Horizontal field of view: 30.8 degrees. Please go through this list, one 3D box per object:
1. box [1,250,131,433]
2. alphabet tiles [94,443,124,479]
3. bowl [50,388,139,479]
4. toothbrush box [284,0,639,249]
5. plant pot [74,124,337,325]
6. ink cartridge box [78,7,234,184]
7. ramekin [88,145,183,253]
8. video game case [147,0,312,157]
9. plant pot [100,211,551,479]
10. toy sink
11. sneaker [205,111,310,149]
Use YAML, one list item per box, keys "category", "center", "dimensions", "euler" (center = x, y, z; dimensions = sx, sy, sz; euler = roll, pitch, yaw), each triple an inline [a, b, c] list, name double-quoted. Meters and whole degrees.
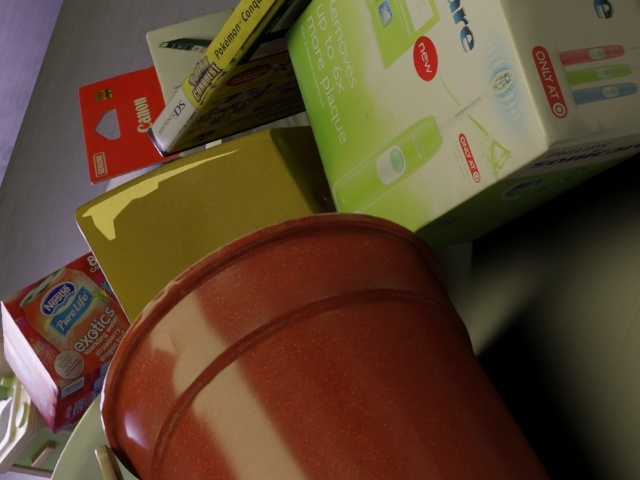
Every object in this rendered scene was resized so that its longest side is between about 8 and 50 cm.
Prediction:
- category: "box"
  center: [-0.286, 0.123, 1.358]
  dimensions: [0.122, 0.128, 0.257]
  euler: [55, 158, 9]
- category: "alphabet tiles"
  center: [-0.109, 0.282, 0.860]
  dimensions: [0.284, 0.021, 0.277]
  euler: [126, 124, -76]
- category: "bowl"
  center: [-0.144, 0.255, 1.161]
  dimensions: [0.298, 0.134, 0.297]
  euler: [-34, 37, 30]
- category: "toothbrush box"
  center: [0.100, -0.121, 0.831]
  dimensions: [0.283, 0.122, 0.206]
  euler: [-33, 71, 62]
- category: "plant pot"
  center: [-0.045, 0.006, 1.023]
  dimensions: [0.187, 0.212, 0.212]
  euler: [-34, 81, 27]
- category: "ink cartridge box"
  center: [-0.198, -0.194, 1.499]
  dimensions: [0.275, 0.239, 0.060]
  euler: [-113, 8, -54]
- category: "ramekin"
  center: [-0.206, -0.006, 1.503]
  dimensions: [0.273, 0.127, 0.272]
  euler: [-42, 39, 48]
- category: "video game case"
  center: [0.002, -0.187, 1.057]
  dimensions: [0.035, 0.275, 0.248]
  euler: [57, 138, 10]
- category: "plant pot"
  center: [0.029, 0.167, 0.754]
  dimensions: [0.272, 0.272, 0.265]
  euler: [-61, 42, 25]
- category: "toy sink"
  center: [-0.355, 0.232, 1.537]
  dimensions: [0.153, 0.234, 0.131]
  euler: [-46, 36, 44]
- category: "sneaker"
  center: [-0.118, -0.007, 1.315]
  dimensions: [0.236, 0.130, 0.322]
  euler: [-31, 53, 50]
